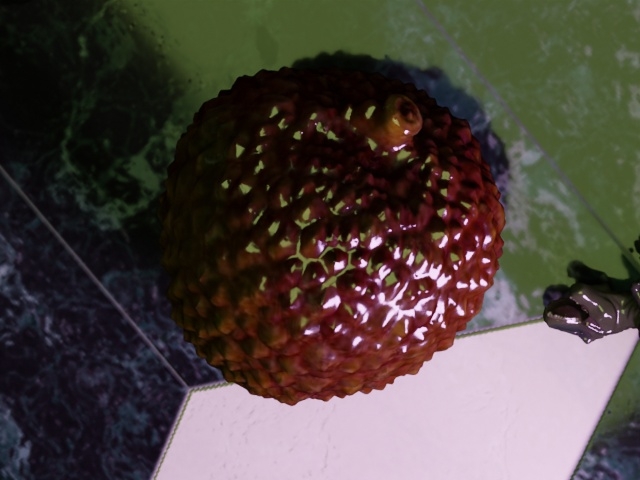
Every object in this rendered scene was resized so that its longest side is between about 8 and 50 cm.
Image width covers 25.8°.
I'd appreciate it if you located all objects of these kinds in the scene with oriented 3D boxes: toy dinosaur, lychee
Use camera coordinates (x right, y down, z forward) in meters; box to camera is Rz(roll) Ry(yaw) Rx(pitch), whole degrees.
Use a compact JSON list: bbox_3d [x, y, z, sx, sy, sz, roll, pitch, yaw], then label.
[{"bbox_3d":[0.258,0.094,1.044,0.187,0.087,0.179,30,141,18],"label":"toy dinosaur"},{"bbox_3d":[0.000,0.000,0.964,0.236,0.236,0.271,33,125,2],"label":"lychee"}]
